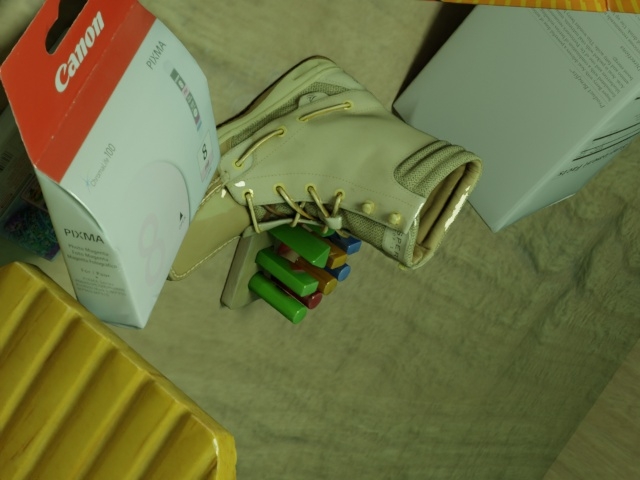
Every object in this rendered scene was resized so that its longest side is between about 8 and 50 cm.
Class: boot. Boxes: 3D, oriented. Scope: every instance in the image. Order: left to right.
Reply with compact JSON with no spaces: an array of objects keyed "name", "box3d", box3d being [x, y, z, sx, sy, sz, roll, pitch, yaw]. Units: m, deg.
[{"name":"boot","box3d":[-0.008,-0.027,1.157,0.262,0.203,0.095,-43,151,-22]}]

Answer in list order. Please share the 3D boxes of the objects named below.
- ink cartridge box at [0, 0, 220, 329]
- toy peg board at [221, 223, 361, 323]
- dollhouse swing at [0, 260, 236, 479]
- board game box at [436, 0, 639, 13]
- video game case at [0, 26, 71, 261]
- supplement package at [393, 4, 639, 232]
[{"name":"ink cartridge box","box3d":[-0.136,-0.082,0.944,0.232,0.066,0.189,88,17,-47]},{"name":"toy peg board","box3d":[0.000,0.000,1.343,0.161,0.079,0.161,-20,139,-47]},{"name":"dollhouse swing","box3d":[-0.281,0.180,0.811,0.315,0.347,0.305,-57,152,7]},{"name":"board game box","box3d":[0.176,-0.370,0.746,0.356,0.356,0.356,54,47,-63]},{"name":"video game case","box3d":[-0.197,-0.068,1.015,0.157,0.019,0.143,-54,154,-1]},{"name":"supplement package","box3d":[0.248,-0.177,1.331,0.175,0.177,0.293,-22,160,-47]}]
